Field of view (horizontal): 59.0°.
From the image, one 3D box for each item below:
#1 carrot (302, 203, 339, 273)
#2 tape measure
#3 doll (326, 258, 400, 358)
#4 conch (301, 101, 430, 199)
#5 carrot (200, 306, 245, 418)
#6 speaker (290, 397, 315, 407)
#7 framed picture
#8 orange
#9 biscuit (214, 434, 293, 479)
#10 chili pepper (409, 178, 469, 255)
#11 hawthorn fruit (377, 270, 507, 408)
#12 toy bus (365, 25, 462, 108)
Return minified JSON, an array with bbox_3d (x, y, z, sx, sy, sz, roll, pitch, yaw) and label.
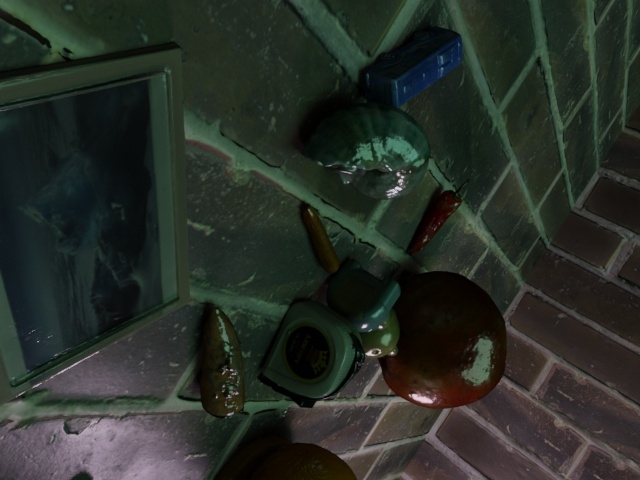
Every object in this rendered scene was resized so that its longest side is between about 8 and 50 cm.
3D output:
[{"bbox_3d":[0.000,0.000,1.210,0.043,0.043,0.247,-47,146,-17],"label":"carrot"},{"bbox_3d":[-0.011,0.275,1.295,0.115,0.207,0.235,6,111,-60],"label":"tape measure"},{"bbox_3d":[0.112,0.191,1.417,0.161,0.177,0.260,-52,150,-24],"label":"doll"},{"bbox_3d":[0.097,-0.166,1.070,0.277,0.221,0.195,-48,131,-63],"label":"conch"},{"bbox_3d":[-0.197,0.230,1.105,0.102,0.102,0.263,-29,134,-39],"label":"carrot"},{"bbox_3d":[0.006,0.354,1.548,0.218,0.044,0.082,-57,150,-1],"label":"speaker"},{"bbox_3d":[-0.313,-0.016,0.749,0.326,0.028,0.446,-29,140,-39],"label":"framed picture"},{"bbox_3d":[-0.042,0.700,1.439,0.341,0.293,0.340,-35,139,-38],"label":"orange"},{"bbox_3d":[-0.199,0.705,1.567,0.365,0.062,0.385,-50,149,-10],"label":"biscuit"},{"bbox_3d":[0.333,-0.067,1.605,0.071,0.063,0.272,0,129,-54],"label":"chili pepper"},{"bbox_3d":[0.315,0.286,1.645,0.403,0.403,0.402,-36,144,-32],"label":"hawthorn fruit"},{"bbox_3d":[0.185,-0.337,1.103,0.236,0.094,0.079,-39,145,-28],"label":"toy bus"}]
